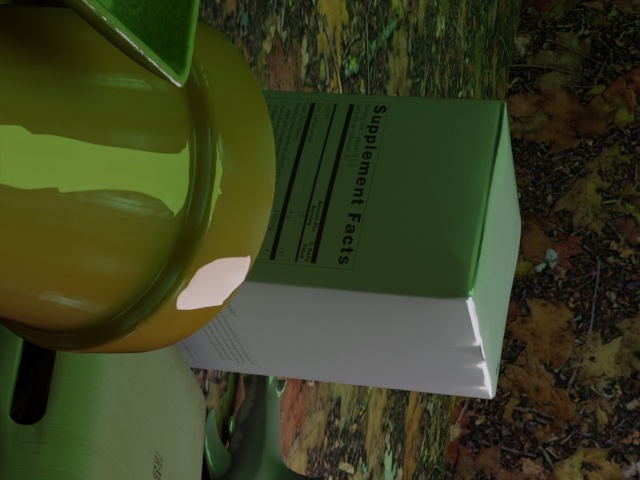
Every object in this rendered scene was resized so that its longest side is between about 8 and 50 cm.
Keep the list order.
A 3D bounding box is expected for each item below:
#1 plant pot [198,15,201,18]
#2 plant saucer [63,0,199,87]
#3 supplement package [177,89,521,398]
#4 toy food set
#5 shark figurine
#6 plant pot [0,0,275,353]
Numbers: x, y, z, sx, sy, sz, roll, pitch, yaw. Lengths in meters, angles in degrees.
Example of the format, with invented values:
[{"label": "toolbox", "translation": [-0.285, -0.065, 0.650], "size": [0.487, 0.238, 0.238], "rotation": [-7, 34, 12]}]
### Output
[{"label": "plant pot", "translation": [-0.130, -0.110, 0.828], "size": [0.096, 0.109, 0.109], "rotation": [-46, 179, 24]}, {"label": "plant saucer", "translation": [-0.104, -0.184, 0.525], "size": [0.188, 0.045, 0.189], "rotation": [40, 53, -64]}, {"label": "supplement package", "translation": [0.000, 0.000, 0.986], "size": [0.177, 0.292, 0.175], "rotation": [69, 30, -56]}, {"label": "toy food set", "translation": [-0.159, 0.164, 0.886], "size": [0.306, 0.092, 0.220], "rotation": [73, 15, -54]}, {"label": "shark figurine", "translation": [-0.047, 0.195, 1.201], "size": [0.166, 0.116, 0.278], "rotation": [72, 29, -54]}, {"label": "plant pot", "translation": [-0.159, -0.041, 0.651], "size": [0.188, 0.205, 0.205], "rotation": [5, 89, -58]}]
